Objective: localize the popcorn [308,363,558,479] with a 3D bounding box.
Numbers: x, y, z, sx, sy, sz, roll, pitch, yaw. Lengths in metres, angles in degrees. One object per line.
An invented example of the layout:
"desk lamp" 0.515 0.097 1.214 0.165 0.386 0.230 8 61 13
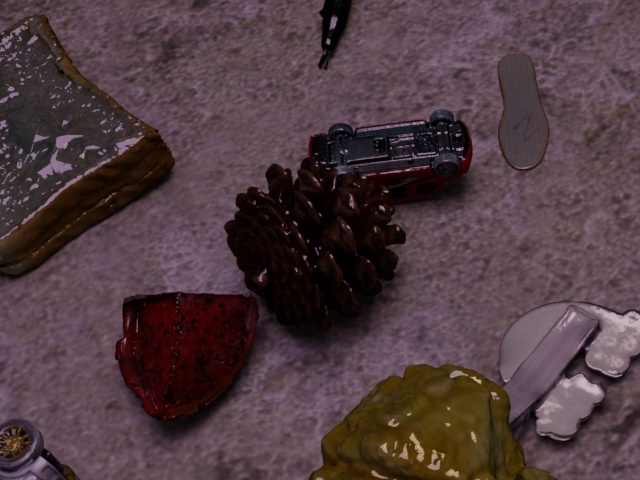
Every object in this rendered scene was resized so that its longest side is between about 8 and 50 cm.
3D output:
"popcorn" 0.107 0.253 1.634 0.258 0.224 0.270 -15 47 -10

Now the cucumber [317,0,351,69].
"cucumber" 0.018 -0.299 2.154 0.039 0.043 0.163 16 55 -3

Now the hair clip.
"hair clip" 0.256 0.135 1.799 0.140 0.054 0.220 28 61 31

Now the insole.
"insole" 0.249 -0.162 2.040 0.064 0.004 0.188 -5 54 5

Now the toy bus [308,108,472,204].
"toy bus" 0.086 -0.091 1.963 0.195 0.089 0.081 -8 54 5

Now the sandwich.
"sandwich" -0.376 -0.122 2.058 0.271 0.099 0.301 -36 58 -16

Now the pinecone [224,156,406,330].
"pinecone" 0.000 0.000 1.854 0.207 0.208 0.208 -5 54 6

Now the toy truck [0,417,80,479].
"toy truck" -0.434 0.228 1.789 0.367 0.146 0.175 26 70 28

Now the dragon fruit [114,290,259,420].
"dragon fruit" -0.153 0.130 1.859 0.127 0.120 0.161 12 78 -30
